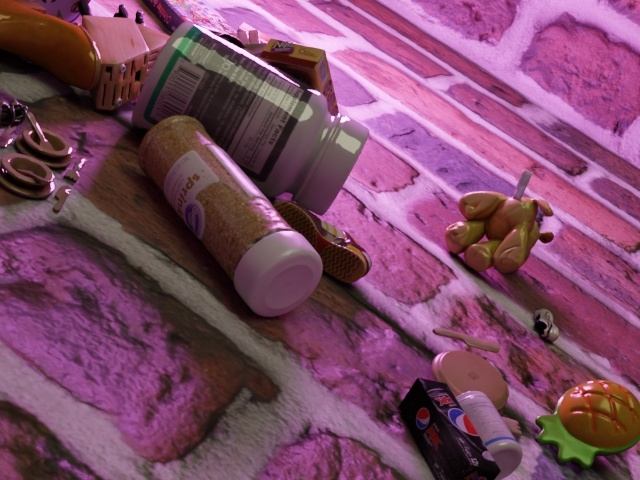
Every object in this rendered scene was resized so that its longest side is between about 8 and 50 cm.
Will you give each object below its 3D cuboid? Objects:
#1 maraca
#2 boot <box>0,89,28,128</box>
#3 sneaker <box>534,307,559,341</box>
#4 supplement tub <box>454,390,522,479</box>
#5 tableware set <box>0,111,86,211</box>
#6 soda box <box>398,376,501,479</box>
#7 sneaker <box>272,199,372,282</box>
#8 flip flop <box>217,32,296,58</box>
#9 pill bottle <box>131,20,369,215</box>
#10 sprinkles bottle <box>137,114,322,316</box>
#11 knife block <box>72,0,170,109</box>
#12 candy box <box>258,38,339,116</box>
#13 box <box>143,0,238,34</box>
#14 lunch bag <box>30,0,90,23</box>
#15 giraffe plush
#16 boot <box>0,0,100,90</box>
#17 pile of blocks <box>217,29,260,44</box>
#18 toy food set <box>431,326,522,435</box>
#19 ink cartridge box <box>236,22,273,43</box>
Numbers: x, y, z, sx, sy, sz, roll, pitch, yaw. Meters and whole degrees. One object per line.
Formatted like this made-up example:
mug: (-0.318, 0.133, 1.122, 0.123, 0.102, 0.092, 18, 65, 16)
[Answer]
maraca: (0.405, 0.273, 1.563, 0.186, 0.099, 0.127, -23, 47, -30)
boot: (-0.483, -0.171, 1.407, 0.263, 0.091, 0.229, 27, 20, 24)
sneaker: (0.399, 0.146, 1.879, 0.037, 0.032, 0.083, 19, 25, -24)
supplement tub: (0.216, 0.261, 1.396, 0.071, 0.071, 0.107, 15, 27, -30)
tableware set: (-0.403, -0.120, 1.486, 0.128, 0.039, 0.194, 25, 24, -11)
soda box: (0.165, 0.256, 1.360, 0.053, 0.060, 0.169, 16, 27, -31)
sneaker: (0.000, 0.000, 1.686, 0.185, 0.069, 0.084, 40, 16, 7)
flip flop: (-0.169, -0.353, 1.980, 0.277, 0.080, 0.112, -10, 44, -12)
pill bottle: (-0.115, -0.198, 1.764, 0.361, 0.204, 0.204, 29, 24, -5)
sprinkles bottle: (-0.139, -0.043, 1.533, 0.121, 0.121, 0.355, 4, 34, -45)
knife block: (-0.393, -0.344, 1.867, 0.242, 0.088, 0.276, 23, 31, 16)
candy box: (-0.033, -0.267, 1.855, 0.109, 0.186, 0.053, 15, 62, 21)
box: (-0.300, -0.512, 2.373, 0.159, 0.044, 0.233, 5, 34, -44)
lunch bag: (-0.493, -0.534, 1.878, 0.243, 0.303, 0.115, 4, 43, -46)
giraffe plush: (0.361, -0.015, 2.023, 0.181, 0.210, 0.170, 39, -4, 28)
boot: (-0.516, -0.335, 1.730, 0.211, 0.104, 0.295, -5, 36, -45)
pile of blocks: (-0.110, -0.265, 2.050, 0.149, 0.112, 0.362, -27, 57, -19)
toy food set: (0.222, 0.214, 1.548, 0.132, 0.038, 0.192, 17, 34, -14)
ink cartridge box: (-0.123, -0.478, 2.509, 0.145, 0.045, 0.179, 29, 26, -4)
